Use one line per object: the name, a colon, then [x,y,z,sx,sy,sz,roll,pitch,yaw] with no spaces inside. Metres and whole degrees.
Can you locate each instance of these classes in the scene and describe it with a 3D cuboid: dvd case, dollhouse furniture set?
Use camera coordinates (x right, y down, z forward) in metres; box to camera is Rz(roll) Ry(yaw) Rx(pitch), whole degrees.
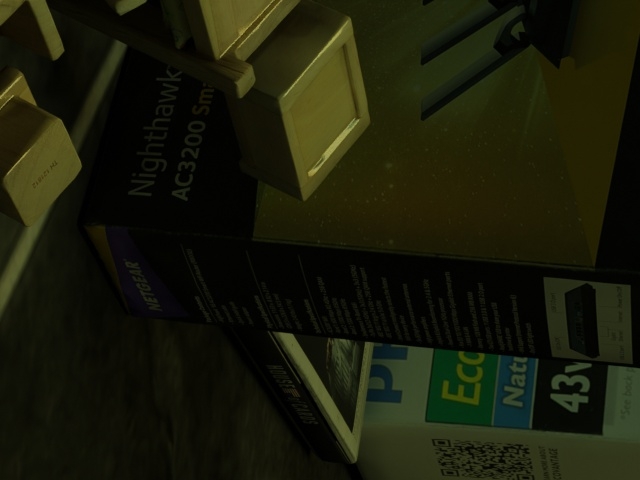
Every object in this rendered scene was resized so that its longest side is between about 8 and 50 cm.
dvd case: [0.000,0.000,0.969,0.239,0.029,0.179,66,31,-65]
dollhouse furniture set: [-0.081,-0.059,0.556,0.161,0.101,0.182,-50,151,-24]

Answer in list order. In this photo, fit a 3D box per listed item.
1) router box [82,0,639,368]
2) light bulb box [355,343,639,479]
router box: [0.062,-0.108,0.735,0.081,0.243,0.309,72,26,-59]
light bulb box: [0.224,0.096,1.226,0.358,0.361,0.225,69,27,-61]
